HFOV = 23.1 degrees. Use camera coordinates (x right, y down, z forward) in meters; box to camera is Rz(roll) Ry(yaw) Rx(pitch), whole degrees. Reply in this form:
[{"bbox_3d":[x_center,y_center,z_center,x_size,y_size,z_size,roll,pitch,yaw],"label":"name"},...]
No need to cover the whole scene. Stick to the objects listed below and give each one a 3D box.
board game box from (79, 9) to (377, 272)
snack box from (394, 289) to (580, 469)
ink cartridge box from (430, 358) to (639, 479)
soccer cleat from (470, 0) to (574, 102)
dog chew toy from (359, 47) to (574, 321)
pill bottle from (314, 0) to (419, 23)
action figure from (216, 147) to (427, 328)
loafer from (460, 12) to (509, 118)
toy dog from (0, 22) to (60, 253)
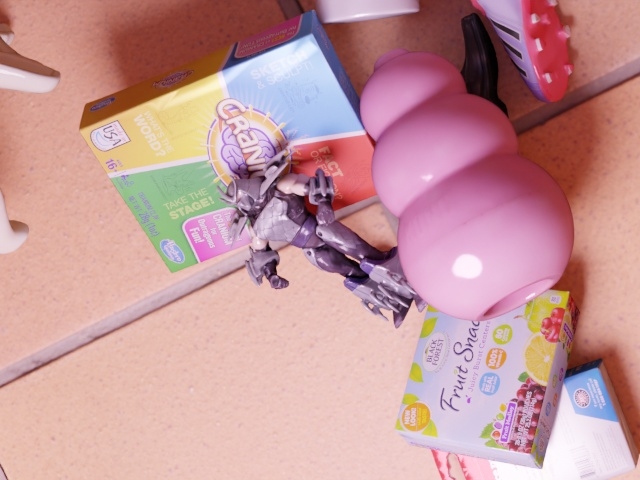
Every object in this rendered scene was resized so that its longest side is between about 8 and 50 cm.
[{"bbox_3d":[-0.099,-0.116,1.928,0.316,0.064,0.242,-21,122,16],"label":"board game box"},{"bbox_3d":[0.201,0.155,1.880,0.174,0.070,0.207,8,68,26],"label":"snack box"},{"bbox_3d":[0.260,0.248,1.930,0.231,0.078,0.134,-20,90,15],"label":"ink cartridge box"},{"bbox_3d":[0.228,-0.280,1.889,0.095,0.083,0.248,-16,98,44],"label":"soccer cleat"},{"bbox_3d":[0.154,-0.076,1.825,0.206,0.206,0.332,-31,75,15],"label":"dog chew toy"},{"bbox_3d":[0.044,-0.397,1.873,0.153,0.153,0.265,-5,95,14],"label":"pill bottle"},{"bbox_3d":[0.000,0.000,1.900,0.285,0.099,0.185,29,139,-8],"label":"action figure"},{"bbox_3d":[0.186,-0.190,1.910,0.061,0.062,0.170,-9,93,20],"label":"loafer"},{"bbox_3d":[-0.542,-0.074,1.936,0.284,0.395,0.408,33,110,47],"label":"toy dog"}]
